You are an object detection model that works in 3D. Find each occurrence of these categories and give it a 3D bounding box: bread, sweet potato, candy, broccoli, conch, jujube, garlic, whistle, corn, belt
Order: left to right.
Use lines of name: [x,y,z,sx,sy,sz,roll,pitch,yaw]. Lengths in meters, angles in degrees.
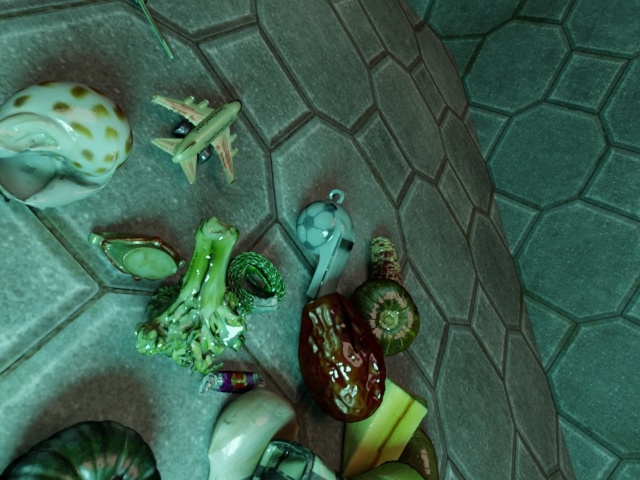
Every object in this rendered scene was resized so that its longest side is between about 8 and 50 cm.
conch: [-0.403,-0.165,0.720,0.148,0.183,0.274,41,27,23]
candy: [-0.407,-0.548,0.996,0.288,0.084,0.078,61,32,-20]
broccoli: [-0.224,0.095,0.736,0.198,0.275,0.177,-30,56,-31]
candy: [-0.171,0.278,0.871,0.175,0.043,0.045,23,57,-49]
garlic: [-0.143,0.369,0.828,0.266,0.128,0.149,-14,71,-43]
belt: [-0.151,0.098,0.970,0.151,0.079,0.121,35,56,-21]
whistle: [0.000,0.000,1.177,0.163,0.163,0.290,19,92,-46]
jujube: [0.049,0.268,1.034,0.197,0.197,0.291,-8,77,-53]
bread: [0.123,0.468,1.146,0.167,0.163,0.264,43,77,-32]
corn: [0.206,0.118,1.394,0.098,0.098,0.290,26,50,-42]
sweet potato: [0.241,0.674,1.118,0.130,0.130,0.423,27,55,-41]

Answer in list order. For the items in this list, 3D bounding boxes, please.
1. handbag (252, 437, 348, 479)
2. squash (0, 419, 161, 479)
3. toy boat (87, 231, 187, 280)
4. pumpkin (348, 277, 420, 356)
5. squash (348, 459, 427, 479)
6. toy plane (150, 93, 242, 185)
handbag: [-0.024,0.569,0.761,0.325,0.162,0.327,47,57,-22]
squash: [-0.302,0.339,0.559,0.218,0.173,0.218,17,38,-14]
toy boat: [-0.314,0.028,0.798,0.185,0.071,0.089,23,96,-43]
pumpkin: [0.168,0.212,1.230,0.218,0.162,0.219,4,72,-14]
squash: [0.151,0.600,0.956,0.133,0.220,0.220,18,58,-50]
toy plane: [-0.253,-0.243,0.992,0.242,0.104,0.256,49,40,-20]
